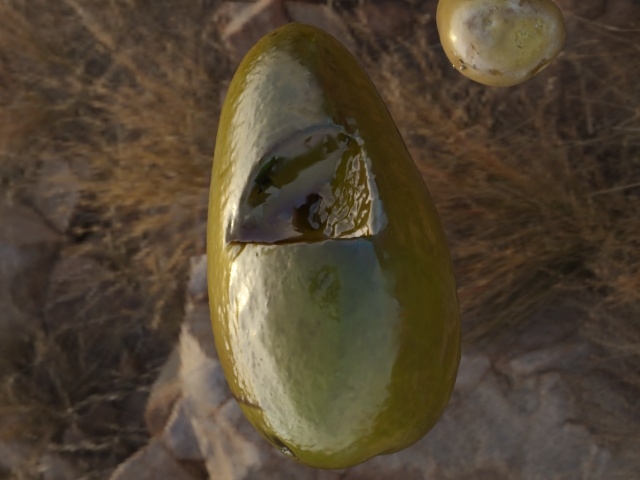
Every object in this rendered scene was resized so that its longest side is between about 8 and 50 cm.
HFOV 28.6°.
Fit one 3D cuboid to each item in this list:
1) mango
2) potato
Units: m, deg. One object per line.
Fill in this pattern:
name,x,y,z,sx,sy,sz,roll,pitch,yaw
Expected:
mango,0.000,0.000,0.716,0.167,0.130,0.262,117,144,-55
potato,0.223,-0.272,1.596,0.146,0.234,0.150,-41,105,12
